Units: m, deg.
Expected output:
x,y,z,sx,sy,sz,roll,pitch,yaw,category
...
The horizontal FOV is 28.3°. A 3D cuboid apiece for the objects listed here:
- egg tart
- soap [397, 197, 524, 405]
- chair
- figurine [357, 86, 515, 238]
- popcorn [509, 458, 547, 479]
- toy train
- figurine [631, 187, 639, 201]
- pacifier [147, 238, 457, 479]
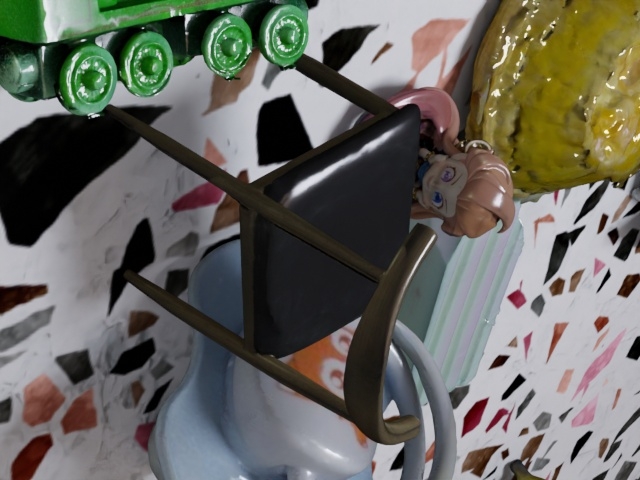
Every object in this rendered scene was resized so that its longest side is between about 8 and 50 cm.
x,y,z,sx,sy,sz,roll,pitch,yaw,category
0.265,-0.156,1.232,0.315,0.120,0.315,-31,138,-32,egg tart
0.114,0.042,1.239,0.145,0.091,0.231,-16,129,-48,soap
0.000,0.000,0.896,0.166,0.272,0.188,-30,140,-32,chair
0.102,-0.062,1.096,0.126,0.157,0.114,-69,166,11,figurine
0.300,0.423,1.667,0.315,0.281,0.297,-24,163,25,popcorn
-0.103,-0.156,0.815,0.251,0.085,0.119,-24,120,-44,toy train
0.429,-0.084,1.550,0.086,0.082,0.095,-13,119,-24,figurine
-0.048,0.154,1.041,0.244,0.233,0.300,36,46,-28,pacifier
